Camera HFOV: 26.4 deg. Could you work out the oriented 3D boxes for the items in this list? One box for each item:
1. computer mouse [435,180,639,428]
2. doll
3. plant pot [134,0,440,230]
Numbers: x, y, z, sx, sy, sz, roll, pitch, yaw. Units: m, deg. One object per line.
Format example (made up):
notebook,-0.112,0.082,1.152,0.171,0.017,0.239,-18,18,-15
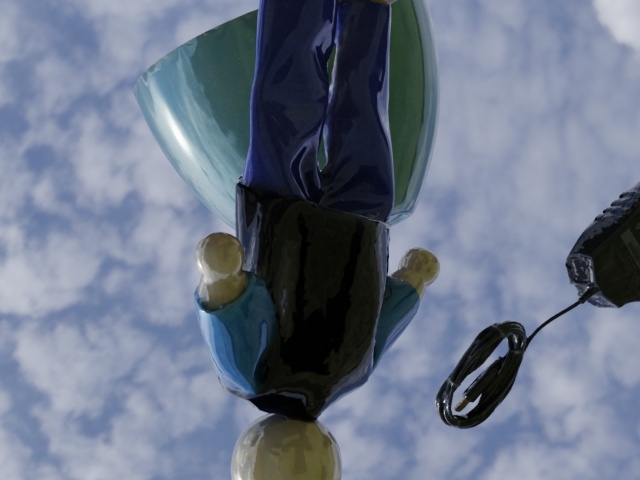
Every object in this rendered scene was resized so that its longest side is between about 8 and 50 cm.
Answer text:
computer mouse,0.170,0.040,0.952,0.242,0.041,0.071,-39,-55,-7
doll,0.000,0.000,0.459,0.129,0.046,0.189,13,-99,-54
plant pot,-0.007,-0.094,1.284,0.290,0.290,0.195,-15,-98,-33
